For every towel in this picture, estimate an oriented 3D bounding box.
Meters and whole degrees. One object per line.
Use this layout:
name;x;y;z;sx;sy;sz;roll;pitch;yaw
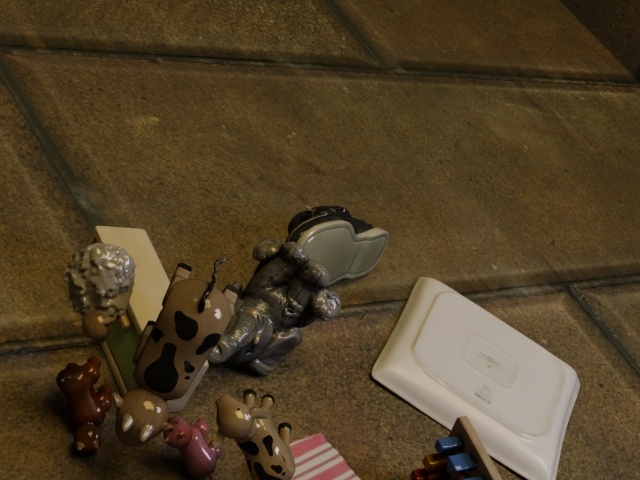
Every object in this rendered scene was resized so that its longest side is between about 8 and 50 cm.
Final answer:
towel;0.009;0.363;1.932;0.144;0.029;0.197;-16;59;-50

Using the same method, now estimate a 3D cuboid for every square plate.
square plate;0.280;0.222;2.333;0.347;0.049;0.344;33;32;1

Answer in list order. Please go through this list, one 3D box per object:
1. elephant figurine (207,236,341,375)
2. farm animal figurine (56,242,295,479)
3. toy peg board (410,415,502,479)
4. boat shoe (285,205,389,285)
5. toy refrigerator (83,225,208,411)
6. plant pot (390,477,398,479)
elephant figurine;-0.102;0.120;2.058;0.169;0.186;0.239;22;60;44
farm animal figurine;-0.177;0.184;1.747;0.330;0.327;0.172;11;22;-2
toy peg board;0.185;0.366;1.968;0.079;0.161;0.161;-7;47;-25
boat shoe;0.002;-0.004;2.294;0.113;0.127;0.340;32;17;21
toy refrigerator;-0.264;0.109;1.963;0.094;0.102;0.269;4;43;-37
plant pot;0.109;0.462;1.754;0.234;0.165;0.166;42;34;-12
